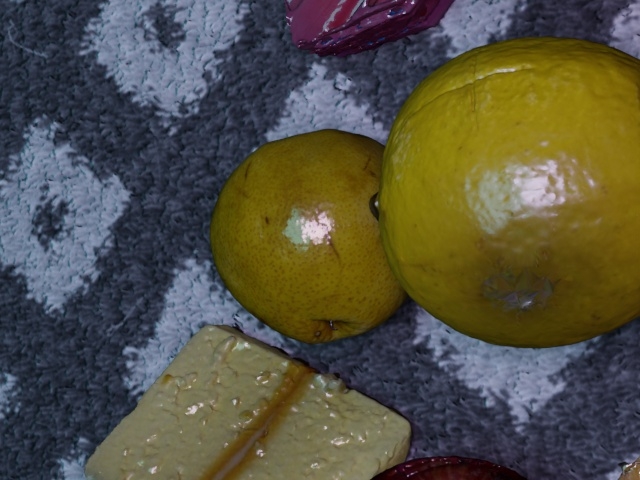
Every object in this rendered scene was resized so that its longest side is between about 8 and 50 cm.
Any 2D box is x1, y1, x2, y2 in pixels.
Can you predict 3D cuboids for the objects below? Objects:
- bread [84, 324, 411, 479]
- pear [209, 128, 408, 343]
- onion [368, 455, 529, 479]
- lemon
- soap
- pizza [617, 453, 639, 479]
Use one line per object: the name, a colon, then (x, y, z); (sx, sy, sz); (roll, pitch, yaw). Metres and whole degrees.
bread: (-0.054, 0.239, 2.027); (0.263, 0.198, 0.236); (27, 70, 24)
pear: (0.000, 0.000, 1.918); (0.209, 0.209, 0.208); (1, 91, 29)
onion: (0.124, 0.333, 1.837); (0.276, 0.276, 0.276); (1, 91, 29)
lemon: (0.197, -0.043, 1.768); (0.297, 0.297, 0.297); (1, 91, 29)
soap: (0.058, -0.288, 1.941); (0.162, 0.099, 0.250); (45, 110, 20)
pizza: (0.396, 0.203, 1.765); (0.336, 0.086, 0.226); (-13, 72, 16)
